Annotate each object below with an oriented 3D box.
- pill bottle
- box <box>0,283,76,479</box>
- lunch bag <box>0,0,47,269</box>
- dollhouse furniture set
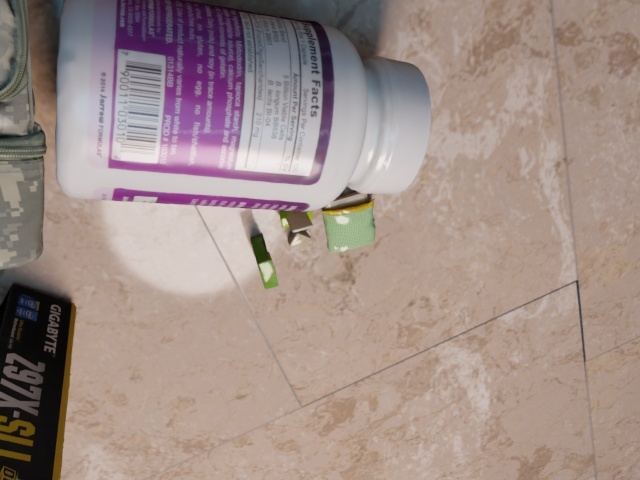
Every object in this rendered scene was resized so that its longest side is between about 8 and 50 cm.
[{"bbox_3d":[-0.065,-0.112,0.555,0.301,0.169,0.169,3,120,-20],"label":"pill bottle"},{"bbox_3d":[-0.325,0.232,0.588,0.079,0.322,0.257,25,110,-28],"label":"box"},{"bbox_3d":[-0.347,-0.111,0.410,0.305,0.212,0.256,-5,108,-38],"label":"lunch bag"},{"bbox_3d":[0.000,0.000,0.713,0.152,0.058,0.076,-16,125,-9],"label":"dollhouse furniture set"}]
